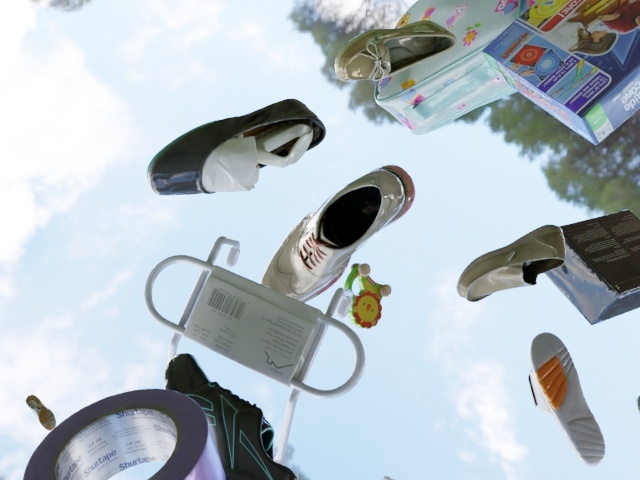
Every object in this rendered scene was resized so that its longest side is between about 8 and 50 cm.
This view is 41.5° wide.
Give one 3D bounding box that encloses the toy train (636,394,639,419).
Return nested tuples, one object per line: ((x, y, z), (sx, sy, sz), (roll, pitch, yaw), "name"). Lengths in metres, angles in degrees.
((0.568, 0.312, 1.185), (0.190, 0.142, 0.334), (37, -152, -16), "toy train")

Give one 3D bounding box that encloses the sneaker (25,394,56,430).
((-0.545, 0.336, 1.659), (0.032, 0.037, 0.083), (-35, -93, -18), "sneaker")

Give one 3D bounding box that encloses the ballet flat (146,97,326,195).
((-0.097, -0.122, 1.130), (0.096, 0.095, 0.280), (32, -134, 30), "ballet flat")

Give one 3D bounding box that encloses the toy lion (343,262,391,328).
((0.076, 0.102, 1.486), (0.034, 0.100, 0.096), (0, -128, 53), "toy lion")

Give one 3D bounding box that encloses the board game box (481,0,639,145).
((0.242, -0.180, 0.653), (0.201, 0.035, 0.136), (-41, -139, 5), "board game box")

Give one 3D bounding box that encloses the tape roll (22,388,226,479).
((-0.195, 0.241, 0.857), (0.189, 0.080, 0.189), (-9, -152, 5), "tape roll")

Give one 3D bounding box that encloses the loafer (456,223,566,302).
((0.231, 0.035, 1.020), (0.056, 0.148, 0.050), (32, -150, -43), "loafer")

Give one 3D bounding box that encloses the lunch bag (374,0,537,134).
((0.208, -0.279, 1.217), (0.108, 0.279, 0.224), (33, -128, -29), "lunch bag")

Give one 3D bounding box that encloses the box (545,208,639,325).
((0.588, 0.049, 1.710), (0.261, 0.103, 0.184), (-11, -131, -37), "box")

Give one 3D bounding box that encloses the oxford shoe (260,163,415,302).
((0.000, 0.000, 1.409), (0.123, 0.348, 0.130), (49, -155, 10), "oxford shoe")

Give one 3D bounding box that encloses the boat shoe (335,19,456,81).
((0.090, -0.227, 1.021), (0.153, 0.056, 0.048), (-19, -148, -21), "boat shoe")

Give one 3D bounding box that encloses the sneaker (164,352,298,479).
((-0.120, 0.246, 1.109), (0.106, 0.101, 0.267), (-32, -126, -3), "sneaker")

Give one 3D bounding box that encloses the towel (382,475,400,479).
((0.302, 0.456, 1.364), (0.332, 0.053, 0.317), (25, 165, -38), "towel")

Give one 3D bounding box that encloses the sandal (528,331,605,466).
((0.456, 0.311, 1.632), (0.102, 0.076, 0.265), (-15, -101, -31), "sandal")

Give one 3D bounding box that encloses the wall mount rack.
((-0.108, 0.172, 1.256), (0.350, 0.304, 0.130), (23, 178, 14), "wall mount rack")
